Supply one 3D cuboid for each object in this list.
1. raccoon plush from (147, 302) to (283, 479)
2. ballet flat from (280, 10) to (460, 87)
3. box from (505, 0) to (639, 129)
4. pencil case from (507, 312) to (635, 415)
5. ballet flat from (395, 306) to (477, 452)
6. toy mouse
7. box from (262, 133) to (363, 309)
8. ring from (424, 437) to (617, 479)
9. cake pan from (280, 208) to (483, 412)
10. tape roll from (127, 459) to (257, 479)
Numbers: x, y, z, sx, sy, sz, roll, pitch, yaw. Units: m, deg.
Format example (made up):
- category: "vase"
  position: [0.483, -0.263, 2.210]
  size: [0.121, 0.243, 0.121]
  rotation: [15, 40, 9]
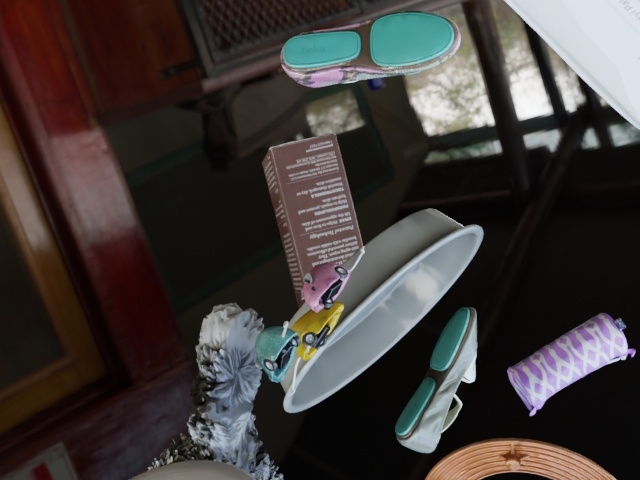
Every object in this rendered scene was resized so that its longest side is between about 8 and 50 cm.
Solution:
- category: "raccoon plush"
  position: [-0.188, 0.307, 1.122]
  size: [0.299, 0.447, 0.216]
  rotation: [-1, 165, 39]
- category: "ballet flat"
  position: [0.063, -0.219, 1.029]
  size: [0.221, 0.077, 0.079]
  rotation: [-4, 165, 22]
- category: "box"
  position: [0.140, -0.180, 0.384]
  size: [0.119, 0.181, 0.181]
  rotation: [-29, -141, 41]
- category: "pencil case"
  position: [0.412, 0.202, 1.445]
  size: [0.206, 0.088, 0.086]
  rotation: [-30, 158, 1]
- category: "ballet flat"
  position: [0.178, 0.197, 1.218]
  size: [0.213, 0.068, 0.072]
  rotation: [-61, -164, -5]
- category: "toy mouse"
  position: [-0.019, 0.067, 0.760]
  size: [0.161, 0.031, 0.143]
  rotation: [-58, 162, 7]
- category: "box"
  position: [0.000, 0.000, 1.695]
  size: [0.143, 0.382, 0.191]
  rotation: [-12, 180, -9]
- category: "ring"
  position: [0.311, 0.439, 1.318]
  size: [0.336, 0.337, 0.032]
  rotation: [-13, -158, 24]
- category: "cake pan"
  position: [0.057, 0.073, 0.966]
  size: [0.293, 0.054, 0.293]
  rotation: [-39, 163, -15]
- category: "tape roll"
  position: [-0.088, 0.289, 0.559]
  size: [0.246, 0.169, 0.246]
  rotation: [-24, -152, 14]
